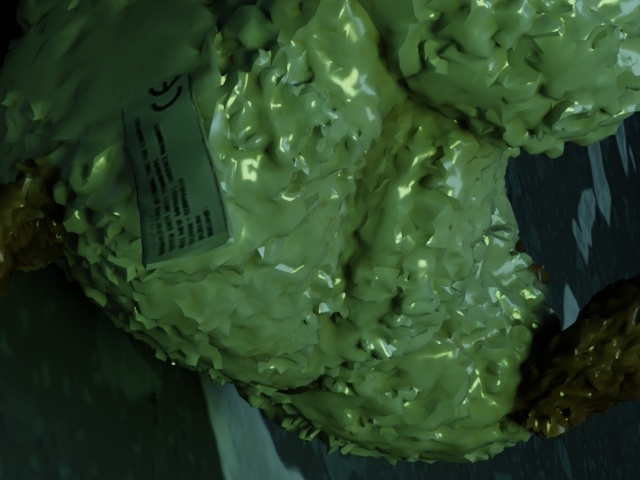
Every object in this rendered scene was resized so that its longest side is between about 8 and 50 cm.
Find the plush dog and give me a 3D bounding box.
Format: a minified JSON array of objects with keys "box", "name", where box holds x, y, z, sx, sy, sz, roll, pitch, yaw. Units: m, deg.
[{"box":[0.000,0.000,0.559,0.225,0.262,0.211,45,72,-39],"name":"plush dog"}]
